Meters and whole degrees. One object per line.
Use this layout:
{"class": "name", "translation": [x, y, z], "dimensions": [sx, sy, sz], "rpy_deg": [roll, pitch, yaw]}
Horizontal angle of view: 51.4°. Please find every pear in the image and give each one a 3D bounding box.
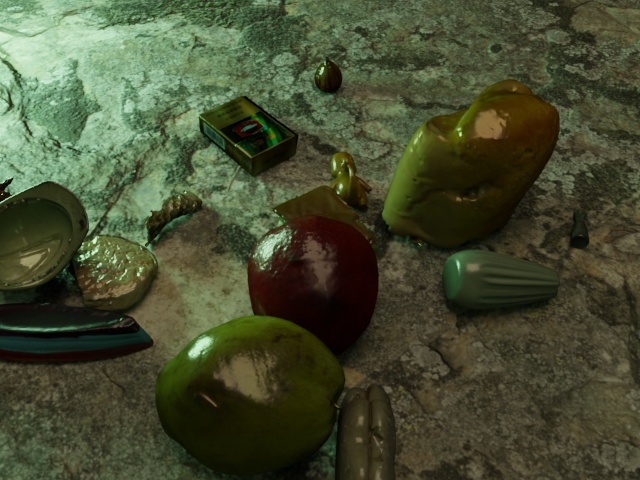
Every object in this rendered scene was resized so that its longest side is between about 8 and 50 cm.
{"class": "pear", "translation": [-0.119, 0.262, 1.137], "dimensions": [0.321, 0.269, 0.269], "rpy_deg": [2, 46, 9]}

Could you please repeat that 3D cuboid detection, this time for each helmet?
{"class": "helmet", "translation": [-0.609, 0.009, 1.427], "dimensions": [0.257, 0.137, 0.204], "rpy_deg": [-37, 80, -12]}

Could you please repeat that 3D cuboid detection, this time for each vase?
{"class": "vase", "translation": [0.394, 0.087, 1.434], "dimensions": [0.248, 0.128, 0.128], "rpy_deg": [4, 46, -12]}

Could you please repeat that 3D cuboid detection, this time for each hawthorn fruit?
{"class": "hawthorn fruit", "translation": [-0.018, 0.108, 1.308], "dimensions": [0.265, 0.265, 0.307], "rpy_deg": [4, 67, 1]}

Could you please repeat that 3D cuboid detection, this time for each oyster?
{"class": "oyster", "translation": [-0.350, -0.060, 1.558], "dimensions": [0.061, 0.106, 0.200], "rpy_deg": [30, 62, 6]}

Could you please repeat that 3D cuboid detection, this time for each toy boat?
{"class": "toy boat", "translation": [-0.536, 0.178, 1.334], "dimensions": [0.392, 0.079, 0.136], "rpy_deg": [2, 47, 2]}

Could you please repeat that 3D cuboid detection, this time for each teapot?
{"class": "teapot", "translation": [0.629, -0.031, 1.612], "dimensions": [0.042, 0.043, 0.111], "rpy_deg": [14, 43, 9]}

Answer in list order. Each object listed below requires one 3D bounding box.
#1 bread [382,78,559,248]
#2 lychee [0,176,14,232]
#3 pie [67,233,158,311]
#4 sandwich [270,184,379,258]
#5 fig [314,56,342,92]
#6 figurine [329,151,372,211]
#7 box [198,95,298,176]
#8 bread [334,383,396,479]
{"class": "bread", "translation": [0.359, -0.167, 1.508], "dimensions": [0.361, 0.394, 0.250], "rpy_deg": [-30, 71, -31]}
{"class": "lychee", "translation": [-0.748, -0.063, 1.480], "dimensions": [0.165, 0.165, 0.197], "rpy_deg": [12, 74, 8]}
{"class": "pie", "translation": [-0.450, 0.063, 1.452], "dimensions": [0.185, 0.052, 0.218], "rpy_deg": [-19, 46, -18]}
{"class": "sandwich", "translation": [0.000, 0.000, 1.501], "dimensions": [0.186, 0.108, 0.220], "rpy_deg": [-28, 57, -26]}
{"class": "fig", "translation": [0.023, -0.502, 1.960], "dimensions": [0.088, 0.125, 0.089], "rpy_deg": [0, 51, 0]}
{"class": "figurine", "translation": [0.064, -0.163, 1.646], "dimensions": [0.121, 0.122, 0.176], "rpy_deg": [-7, 48, -6]}
{"class": "box", "translation": [-0.196, -0.286, 1.783], "dimensions": [0.159, 0.071, 0.240], "rpy_deg": [-31, 56, -31]}
{"class": "bread", "translation": [0.073, 0.378, 1.104], "dimensions": [0.102, 0.183, 0.337], "rpy_deg": [3, 44, 3]}
